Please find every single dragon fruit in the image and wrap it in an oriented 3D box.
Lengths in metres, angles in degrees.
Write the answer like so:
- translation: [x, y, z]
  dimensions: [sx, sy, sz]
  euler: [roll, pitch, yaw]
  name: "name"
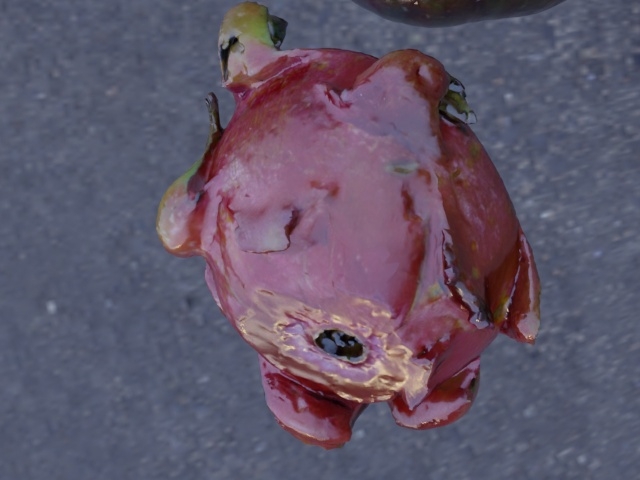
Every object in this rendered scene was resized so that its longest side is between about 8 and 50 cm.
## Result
- translation: [0.004, 0.004, 0.520]
  dimensions: [0.112, 0.068, 0.126]
  euler: [13, 125, 34]
  name: "dragon fruit"

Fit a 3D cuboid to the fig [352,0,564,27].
- translation: [0.070, -0.207, 0.751]
  dimensions: [0.149, 0.149, 0.245]
  euler: [31, 132, 28]
  name: "fig"
